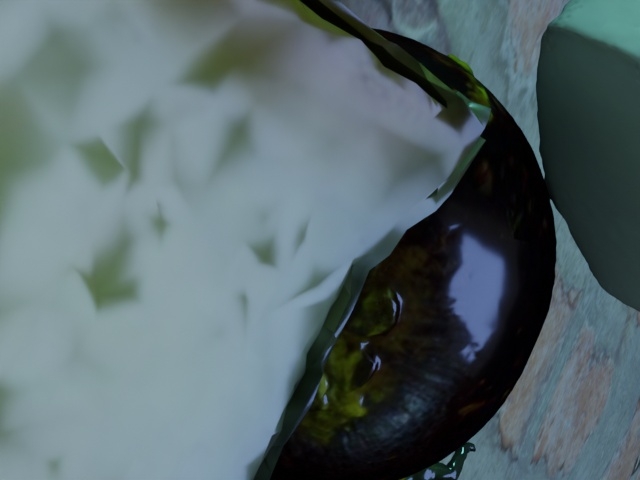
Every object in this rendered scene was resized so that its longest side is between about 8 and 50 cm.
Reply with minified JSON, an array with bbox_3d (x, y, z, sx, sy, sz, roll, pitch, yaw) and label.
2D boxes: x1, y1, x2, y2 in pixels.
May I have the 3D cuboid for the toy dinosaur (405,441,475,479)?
[{"bbox_3d":[0.020,0.161,1.298,0.179,0.087,0.187,18,75,-36],"label":"toy dinosaur"}]

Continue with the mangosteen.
[{"bbox_3d":[0.000,0.000,0.828,0.217,0.192,0.192,-93,-161,-74],"label":"mangosteen"}]

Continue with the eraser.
[{"bbox_3d":[0.212,-0.107,0.868,0.270,0.095,0.174,-45,143,-23],"label":"eraser"}]

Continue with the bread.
[{"bbox_3d":[-0.128,-0.030,0.283,0.248,0.279,0.315,-60,173,-4],"label":"bread"}]

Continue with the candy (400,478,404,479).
[{"bbox_3d":[0.034,0.086,1.140,0.199,0.094,0.106,-53,158,-22],"label":"candy"}]
